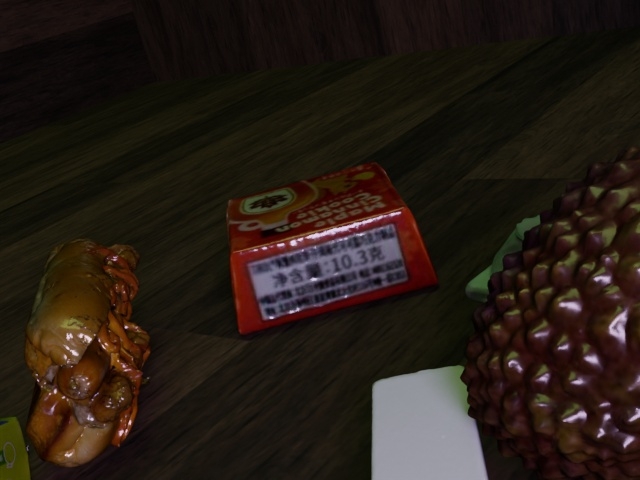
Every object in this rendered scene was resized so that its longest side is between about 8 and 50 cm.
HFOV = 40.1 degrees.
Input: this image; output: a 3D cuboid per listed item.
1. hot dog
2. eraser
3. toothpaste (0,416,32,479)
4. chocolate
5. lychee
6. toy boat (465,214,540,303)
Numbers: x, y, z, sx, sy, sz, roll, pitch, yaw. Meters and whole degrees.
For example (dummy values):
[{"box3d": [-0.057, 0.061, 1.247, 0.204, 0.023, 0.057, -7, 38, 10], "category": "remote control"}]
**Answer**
[{"box3d": [-0.235, 0.098, 0.912, 0.117, 0.158, 0.349, 1, 13, -13], "category": "hot dog"}, {"box3d": [0.076, 0.189, 0.557, 0.076, 0.078, 0.298, -11, 20, 8], "category": "eraser"}, {"box3d": [-0.424, 0.222, 0.755, 0.328, 0.077, 0.110, -11, -2, 9], "category": "toothpaste"}, {"box3d": [0.000, 0.000, 1.072, 0.238, 0.107, 0.234, -13, 22, -1], "category": "chocolate"}, {"box3d": [0.220, 0.063, 0.573, 0.272, 0.271, 0.271, -12, 20, 5], "category": "lychee"}, {"box3d": [0.268, 0.038, 0.802, 0.199, 0.100, 0.290, -28, 26, -34], "category": "toy boat"}]
